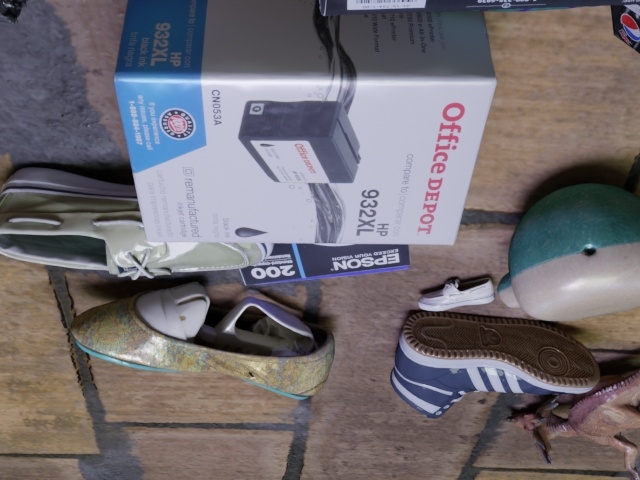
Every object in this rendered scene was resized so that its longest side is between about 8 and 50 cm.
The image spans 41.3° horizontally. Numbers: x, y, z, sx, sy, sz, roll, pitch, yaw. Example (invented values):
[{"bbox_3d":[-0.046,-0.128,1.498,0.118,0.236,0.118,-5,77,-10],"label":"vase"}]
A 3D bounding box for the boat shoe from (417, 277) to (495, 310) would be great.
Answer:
[{"bbox_3d":[0.174,0.066,1.101,0.100,0.035,0.035,-8,115,14],"label":"boat shoe"}]

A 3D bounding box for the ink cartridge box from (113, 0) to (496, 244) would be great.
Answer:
[{"bbox_3d":[-0.014,-0.108,0.783,0.307,0.129,0.223,0,142,-3],"label":"ink cartridge box"}]

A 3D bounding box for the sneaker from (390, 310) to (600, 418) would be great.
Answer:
[{"bbox_3d":[0.236,0.188,1.201,0.282,0.099,0.153,11,136,-5],"label":"sneaker"}]

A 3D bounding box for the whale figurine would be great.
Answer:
[{"bbox_3d":[0.309,0.019,0.988,0.216,0.141,0.272,-14,165,16],"label":"whale figurine"}]

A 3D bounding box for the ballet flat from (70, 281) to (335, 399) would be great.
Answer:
[{"bbox_3d":[-0.137,0.115,1.100,0.348,0.123,0.123,17,139,-22],"label":"ballet flat"}]

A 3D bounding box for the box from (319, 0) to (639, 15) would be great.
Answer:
[{"bbox_3d":[0.118,-0.254,0.565,0.247,0.142,0.163,-1,161,1],"label":"box"}]

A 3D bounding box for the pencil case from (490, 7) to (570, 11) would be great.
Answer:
[{"bbox_3d":[0.160,-0.224,0.692,0.152,0.070,0.064,-2,178,-3],"label":"pencil case"}]

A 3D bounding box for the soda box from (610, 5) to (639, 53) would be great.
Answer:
[{"bbox_3d":[0.316,-0.211,0.669,0.169,0.060,0.053,-32,136,-1],"label":"soda box"}]

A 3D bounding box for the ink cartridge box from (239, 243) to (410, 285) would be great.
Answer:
[{"bbox_3d":[0.000,0.000,0.996,0.206,0.045,0.208,-7,143,6],"label":"ink cartridge box"}]

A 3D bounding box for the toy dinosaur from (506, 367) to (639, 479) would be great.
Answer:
[{"bbox_3d":[0.418,0.258,1.290,0.200,0.127,0.295,12,135,-7],"label":"toy dinosaur"}]

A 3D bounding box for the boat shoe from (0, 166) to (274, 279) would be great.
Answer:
[{"bbox_3d":[-0.201,-0.002,0.907,0.302,0.094,0.109,8,144,5],"label":"boat shoe"}]

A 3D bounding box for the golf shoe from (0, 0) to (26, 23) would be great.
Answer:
[{"bbox_3d":[-0.299,-0.250,0.643,0.094,0.077,0.198,-8,133,18],"label":"golf shoe"}]
